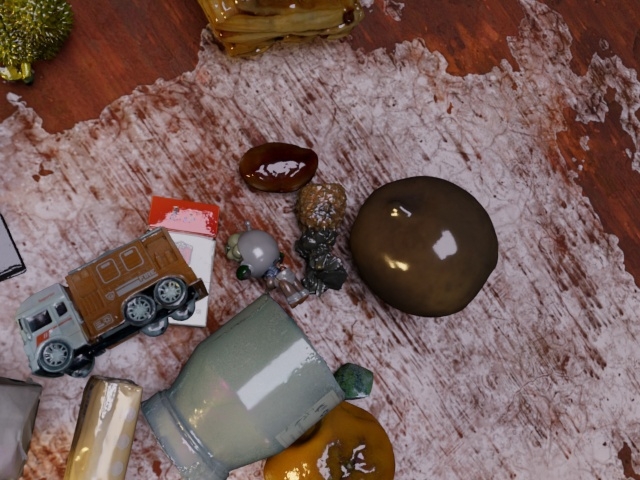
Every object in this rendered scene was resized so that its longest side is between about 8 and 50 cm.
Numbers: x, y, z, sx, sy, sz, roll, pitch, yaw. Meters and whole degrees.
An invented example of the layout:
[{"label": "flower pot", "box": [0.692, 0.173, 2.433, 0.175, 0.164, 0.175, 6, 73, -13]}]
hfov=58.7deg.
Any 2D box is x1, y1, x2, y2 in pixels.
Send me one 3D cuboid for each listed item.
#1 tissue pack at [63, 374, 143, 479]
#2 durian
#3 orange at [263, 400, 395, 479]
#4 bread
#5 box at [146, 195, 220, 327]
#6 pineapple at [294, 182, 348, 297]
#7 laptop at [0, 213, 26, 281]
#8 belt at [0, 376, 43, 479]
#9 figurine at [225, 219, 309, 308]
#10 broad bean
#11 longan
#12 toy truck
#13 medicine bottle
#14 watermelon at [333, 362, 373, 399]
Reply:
[{"label": "tissue pack", "box": [-0.362, 0.339, 0.943, 0.090, 0.186, 0.222, 13, 74, -22]}, {"label": "durian", "box": [-0.557, -0.408, 1.048, 0.159, 0.146, 0.198, 35, 67, -7]}, {"label": "orange", "box": [0.028, 0.426, 1.058, 0.249, 0.183, 0.248, 4, 77, -17]}, {"label": "bread", "box": [-0.122, -0.546, 1.207, 0.370, 0.191, 0.314, -18, 80, -33]}, {"label": "box", "box": [-0.278, 0.042, 1.111, 0.139, 0.035, 0.245, 9, 77, -15]}, {"label": "pineapple", "box": [0.000, 0.000, 1.171, 0.111, 0.119, 0.237, 2, 79, -5]}, {"label": "laptop", "box": [-0.642, 0.034, 0.999, 0.197, 0.016, 0.135, -26, 89, -21]}, {"label": "belt", "box": [-0.637, 0.249, 0.804, 0.437, 0.300, 0.173, 8, 77, -17]}, {"label": "figurine", "box": [-0.109, 0.055, 1.125, 0.197, 0.093, 0.147, 55, 31, 7]}, {"label": "broad bean", "box": [-0.088, -0.154, 1.193, 0.165, 0.084, 0.114, 4, 57, -11]}, {"label": "longan", "box": [0.207, 0.007, 1.158, 0.297, 0.297, 0.297, 4, 78, -18]}, {"label": "toy truck", "box": [-0.364, 0.107, 0.993, 0.305, 0.136, 0.162, -29, 76, -13]}, {"label": "medicine bottle", "box": [-0.139, 0.270, 1.002, 0.290, 0.245, 0.245, -36, 92, -12]}, {"label": "watermelon", "box": [0.072, 0.296, 1.161, 0.084, 0.092, 0.072, -51, 136, -12]}]
